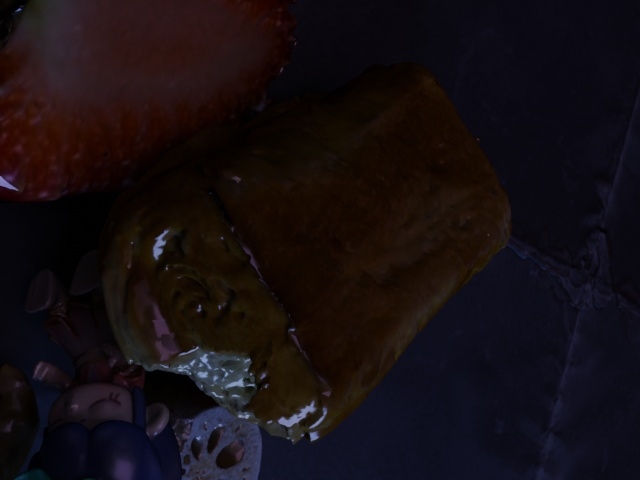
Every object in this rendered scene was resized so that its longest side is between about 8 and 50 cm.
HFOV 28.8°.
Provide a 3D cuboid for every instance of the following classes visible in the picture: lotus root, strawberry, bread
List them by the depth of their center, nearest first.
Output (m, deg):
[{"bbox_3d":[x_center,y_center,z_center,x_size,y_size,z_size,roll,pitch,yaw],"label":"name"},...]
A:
[{"bbox_3d":[-0.147,-0.132,0.794,0.233,0.138,0.306,-65,155,6],"label":"strawberry"},{"bbox_3d":[-0.006,0.000,0.831,0.195,0.149,0.344,59,35,-2],"label":"bread"},{"bbox_3d":[-0.097,0.152,0.872,0.112,0.081,0.122,38,70,-42],"label":"lotus root"}]

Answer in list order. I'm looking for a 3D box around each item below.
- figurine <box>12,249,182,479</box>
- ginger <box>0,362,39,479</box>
[{"bbox_3d":[-0.130,0.112,0.780,0.102,0.111,0.195,39,40,-45],"label":"figurine"},{"bbox_3d":[-0.248,0.088,0.733,0.166,0.080,0.333,-40,120,-40],"label":"ginger"}]
